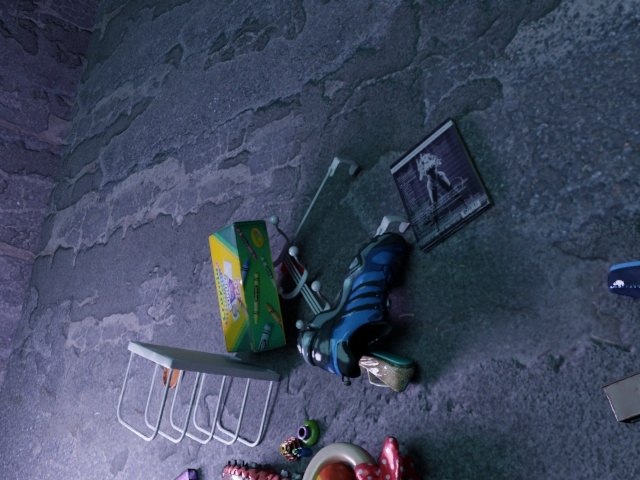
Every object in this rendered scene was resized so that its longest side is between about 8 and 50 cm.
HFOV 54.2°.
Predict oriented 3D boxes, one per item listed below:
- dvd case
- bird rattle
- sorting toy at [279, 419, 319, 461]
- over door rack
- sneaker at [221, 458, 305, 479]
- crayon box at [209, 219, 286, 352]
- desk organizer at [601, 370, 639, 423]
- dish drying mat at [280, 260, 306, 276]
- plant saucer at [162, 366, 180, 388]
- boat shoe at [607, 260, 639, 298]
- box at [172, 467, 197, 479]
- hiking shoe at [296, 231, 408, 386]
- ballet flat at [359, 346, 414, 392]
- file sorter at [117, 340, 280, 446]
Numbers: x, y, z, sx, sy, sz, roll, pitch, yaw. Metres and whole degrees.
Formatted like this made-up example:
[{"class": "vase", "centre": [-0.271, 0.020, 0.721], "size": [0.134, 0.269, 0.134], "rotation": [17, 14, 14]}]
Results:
[{"class": "dvd case", "centre": [0.225, -0.108, 1.204], "size": [0.164, 0.018, 0.221], "rotation": [-39, 49, 31]}, {"class": "bird rattle", "centre": [0.047, 0.432, 1.062], "size": [0.207, 0.143, 0.254], "rotation": [29, 96, 45]}, {"class": "sorting toy", "centre": [-0.047, 0.407, 1.259], "size": [0.102, 0.042, 0.061], "rotation": [-53, 43, 17]}, {"class": "over door rack", "centre": [0.000, 0.000, 1.326], "size": [0.324, 0.108, 0.239], "rotation": [-51, 47, 19]}, {"class": "sneaker", "centre": [-0.112, 0.514, 1.240], "size": [0.276, 0.097, 0.135], "rotation": [-6, 67, 45]}, {"class": "crayon box", "centre": [-0.167, 0.106, 1.398], "size": [0.165, 0.081, 0.278], "rotation": [-19, 79, 60]}, {"class": "desk organizer", "centre": [0.443, 0.192, 0.812], "size": [0.130, 0.047, 0.050], "rotation": [-35, 53, 33]}, {"class": "dish drying mat", "centre": [-0.063, 0.065, 1.452], "size": [0.083, 0.008, 0.032], "rotation": [6, 80, 48]}, {"class": "plant saucer", "centre": [-0.398, 0.359, 1.687], "size": [0.083, 0.013, 0.083], "rotation": [-23, 57, 40]}, {"class": "boat shoe", "centre": [0.484, 0.075, 0.774], "size": [0.258, 0.109, 0.089], "rotation": [2, 78, 50]}, {"class": "box", "centre": [-0.323, 0.639, 1.473], "size": [0.116, 0.029, 0.162], "rotation": [-43, 45, 28]}, {"class": "hiking shoe", "centre": [0.093, 0.122, 1.154], "size": [0.132, 0.113, 0.304], "rotation": [22, 69, 38]}, {"class": "ballet flat", "centre": [0.088, 0.229, 1.171], "size": [0.206, 0.073, 0.067], "rotation": [18, 101, 53]}, {"class": "file sorter", "centre": [-0.268, 0.336, 1.353], "size": [0.193, 0.277, 0.173], "rotation": [5, 79, 49]}]
